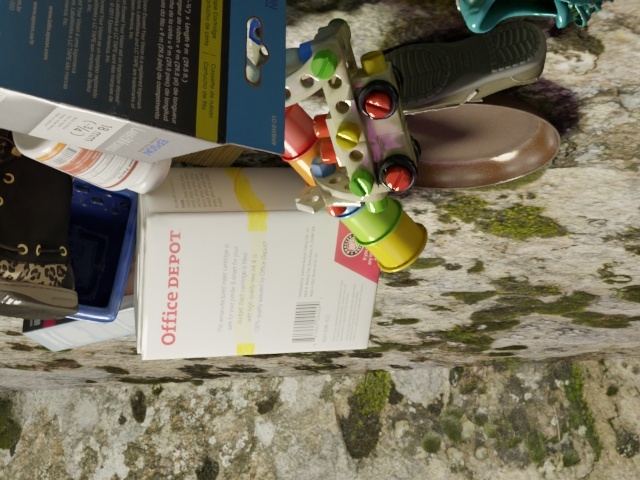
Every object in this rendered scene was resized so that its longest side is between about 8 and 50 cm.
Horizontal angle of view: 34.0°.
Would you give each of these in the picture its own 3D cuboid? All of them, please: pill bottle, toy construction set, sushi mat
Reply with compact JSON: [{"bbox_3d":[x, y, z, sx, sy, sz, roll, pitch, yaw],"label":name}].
[{"bbox_3d":[-0.321,-0.143,1.500,0.121,0.121,0.216,-13,156,34],"label":"pill bottle"},{"bbox_3d":[0.006,-0.141,1.309,0.215,0.151,0.328,-8,136,16],"label":"toy construction set"},{"bbox_3d":[-0.156,-0.177,1.558,0.151,0.019,0.316,10,159,-22],"label":"sushi mat"}]

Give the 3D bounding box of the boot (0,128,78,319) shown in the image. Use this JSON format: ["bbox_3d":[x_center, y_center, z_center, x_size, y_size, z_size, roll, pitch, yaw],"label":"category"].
[{"bbox_3d":[-0.492,-0.050,1.529,0.138,0.284,0.377,-10,160,31],"label":"boot"}]

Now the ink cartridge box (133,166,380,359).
[{"bbox_3d":[-0.107,0.032,1.701,0.384,0.160,0.279,-1,122,-15],"label":"ink cartridge box"}]

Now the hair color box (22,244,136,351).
[{"bbox_3d":[-0.365,0.072,1.959,0.374,0.185,0.113,-13,151,15],"label":"hair color box"}]

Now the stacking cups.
[{"bbox_3d":[0.033,-0.080,1.516,0.096,0.096,0.316,-15,134,38],"label":"stacking cups"}]

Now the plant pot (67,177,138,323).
[{"bbox_3d":[-0.439,0.019,1.790,0.236,0.236,0.212,13,165,-8],"label":"plant pot"}]

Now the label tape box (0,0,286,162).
[{"bbox_3d":[-0.204,-0.215,1.104,0.333,0.241,0.106,13,157,-31],"label":"label tape box"}]

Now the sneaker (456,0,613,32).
[{"bbox_3d":[0.281,-0.277,1.115,0.275,0.110,0.107,-6,160,17],"label":"sneaker"}]

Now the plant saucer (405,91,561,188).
[{"bbox_3d":[0.201,-0.155,1.571,0.310,0.050,0.310,0,162,0],"label":"plant saucer"}]

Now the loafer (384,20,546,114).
[{"bbox_3d":[0.175,-0.206,1.350,0.251,0.094,0.087,-9,155,25],"label":"loafer"}]
